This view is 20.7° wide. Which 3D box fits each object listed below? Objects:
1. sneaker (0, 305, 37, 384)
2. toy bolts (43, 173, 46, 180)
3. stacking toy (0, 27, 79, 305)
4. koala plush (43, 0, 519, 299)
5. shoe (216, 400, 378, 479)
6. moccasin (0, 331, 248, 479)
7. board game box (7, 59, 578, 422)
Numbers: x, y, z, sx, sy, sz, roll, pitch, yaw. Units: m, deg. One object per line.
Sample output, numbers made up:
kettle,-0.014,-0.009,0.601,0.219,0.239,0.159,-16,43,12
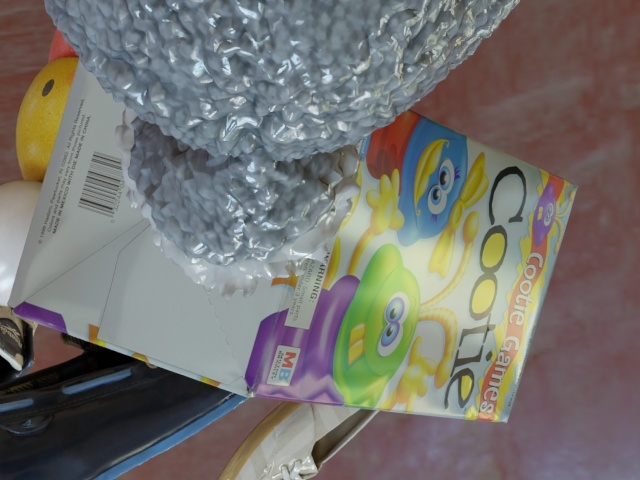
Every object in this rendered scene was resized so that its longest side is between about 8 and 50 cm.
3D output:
sneaker,-0.329,0.077,1.864,0.094,0.153,0.235,37,82,-23
toy bolts,-0.077,-0.100,1.280,0.218,0.228,0.158,9,68,-32
stacking toy,-0.181,-0.113,1.757,0.350,0.350,0.480,55,53,-28
koala plush,-0.009,-0.111,0.400,0.203,0.196,0.221,7,64,-3
shoe,-0.003,0.159,1.491,0.219,0.058,0.076,-43,162,-6
moccasin,-0.140,0.094,1.282,0.342,0.137,0.117,-31,101,-44
board game box,0.000,0.000,0.876,0.275,0.142,0.144,15,92,-61
